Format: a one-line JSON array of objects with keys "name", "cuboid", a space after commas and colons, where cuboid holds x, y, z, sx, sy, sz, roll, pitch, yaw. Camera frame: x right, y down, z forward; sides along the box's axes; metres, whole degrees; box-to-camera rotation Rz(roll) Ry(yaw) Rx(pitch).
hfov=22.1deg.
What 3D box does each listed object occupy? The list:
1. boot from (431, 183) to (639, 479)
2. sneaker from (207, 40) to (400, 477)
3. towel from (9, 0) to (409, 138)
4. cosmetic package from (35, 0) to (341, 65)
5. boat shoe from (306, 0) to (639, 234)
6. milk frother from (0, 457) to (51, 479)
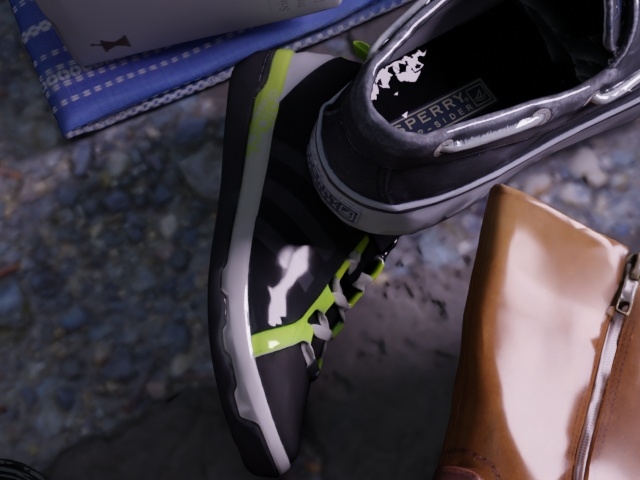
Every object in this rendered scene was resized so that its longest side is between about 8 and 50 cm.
[{"name": "boot", "cuboid": [0.055, 0.099, 0.719, 0.264, 0.096, 0.280, 21, 71, -7]}, {"name": "sneaker", "cuboid": [0.000, 0.000, 0.810, 0.097, 0.084, 0.234, 0, 67, 6]}, {"name": "towel", "cuboid": [-0.091, -0.243, 0.948, 0.243, 0.040, 0.336, -23, 67, -2]}, {"name": "cosmetic package", "cuboid": [-0.085, -0.214, 0.842, 0.151, 0.151, 0.183, -14, 70, 3]}, {"name": "boat shoe", "cuboid": [0.124, -0.112, 0.803, 0.301, 0.102, 0.108, -30, 76, -24]}, {"name": "milk frother", "cuboid": [-0.154, 0.153, 0.736, 0.129, 0.135, 0.143, -3, 66, -28]}]
